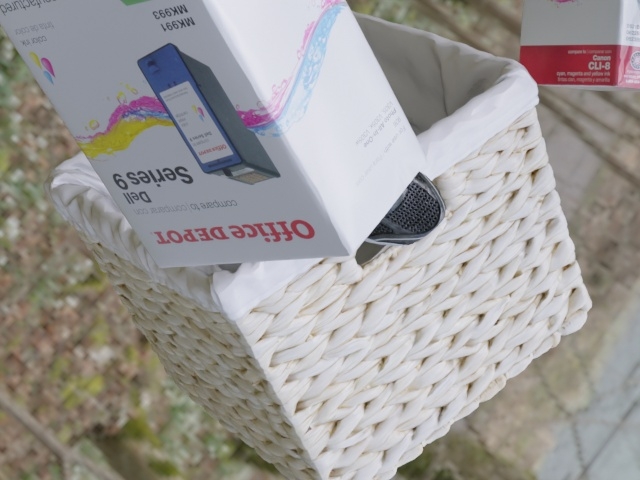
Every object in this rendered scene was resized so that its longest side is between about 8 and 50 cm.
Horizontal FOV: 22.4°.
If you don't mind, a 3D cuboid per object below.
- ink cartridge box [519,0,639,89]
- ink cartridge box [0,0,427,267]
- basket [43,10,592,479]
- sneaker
[{"bbox_3d":[0.280,-0.232,1.542,0.128,0.127,0.176,-1,96,-40],"label":"ink cartridge box"},{"bbox_3d":[-0.063,-0.094,0.842,0.093,0.154,0.212,-52,124,-35],"label":"ink cartridge box"},{"bbox_3d":[0.000,0.000,1.403,0.328,0.331,0.266,-36,125,-19],"label":"basket"},{"bbox_3d":[0.012,-0.054,1.154,0.072,0.178,0.077,-62,-170,-5],"label":"sneaker"}]
